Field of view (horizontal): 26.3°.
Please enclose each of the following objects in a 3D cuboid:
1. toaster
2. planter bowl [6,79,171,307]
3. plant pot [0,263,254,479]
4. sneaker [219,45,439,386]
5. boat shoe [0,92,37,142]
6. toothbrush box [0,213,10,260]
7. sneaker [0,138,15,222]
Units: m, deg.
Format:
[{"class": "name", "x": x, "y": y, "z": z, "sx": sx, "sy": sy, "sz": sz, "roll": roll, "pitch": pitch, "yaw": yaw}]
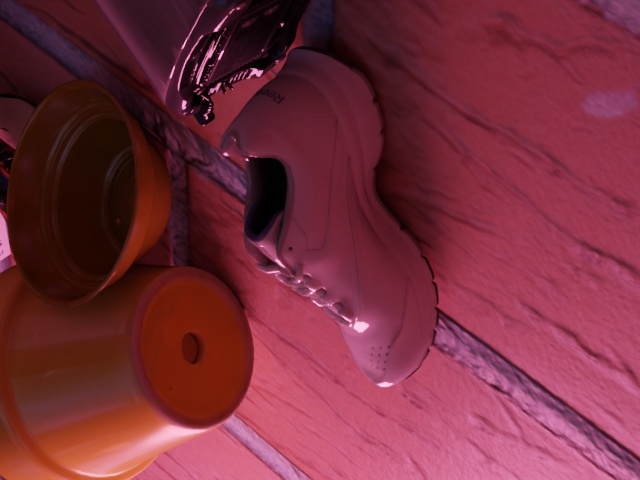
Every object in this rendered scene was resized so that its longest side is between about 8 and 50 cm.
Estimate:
[{"class": "toaster", "x": -0.090, "y": -0.198, "z": 1.011, "sx": 0.146, "sy": 0.129, "sz": 0.227, "roll": 53, "pitch": 152, "yaw": 9}, {"class": "planter bowl", "x": -0.208, "y": -0.042, "z": 1.327, "sx": 0.217, "sy": 0.090, "sz": 0.217, "roll": -6, "pitch": 82, "yaw": 45}, {"class": "plant pot", "x": -0.206, "y": 0.126, "z": 1.406, "sx": 0.239, "sy": 0.254, "sz": 0.254, "roll": -13, "pitch": 111, "yaw": 40}, {"class": "sneaker", "x": 0.000, "y": 0.000, "z": 1.085, "sx": 0.111, "sy": 0.129, "sz": 0.297, "roll": 9, "pitch": 129, "yaw": 48}, {"class": "boat shoe", "x": -0.321, "y": -0.132, "z": 1.477, "sx": 0.133, "sy": 0.042, "sz": 0.049, "roll": 21, "pitch": 110, "yaw": 41}, {"class": "toothbrush box", "x": -0.505, "y": -0.103, "z": 1.674, "sx": 0.216, "sy": 0.126, "sz": 0.295, "roll": 38, "pitch": 148, "yaw": 24}, {"class": "sneaker", "x": -0.327, "y": -0.043, "z": 1.551, "sx": 0.221, "sy": 0.083, "sz": 0.087, "roll": 54, "pitch": -178, "yaw": -15}]
